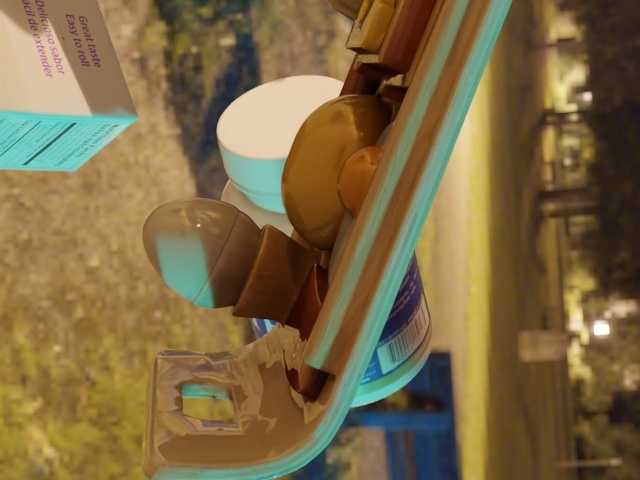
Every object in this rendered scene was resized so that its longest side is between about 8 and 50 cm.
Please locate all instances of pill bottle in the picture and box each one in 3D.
[{"bbox_3d":[0.000,0.000,0.941,0.112,0.112,0.186,-82,162,-51],"label":"pill bottle"}]

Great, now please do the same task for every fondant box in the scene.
[{"bbox_3d":[-0.316,-0.177,1.137,0.330,0.096,0.238,0,64,-49],"label":"fondant box"}]

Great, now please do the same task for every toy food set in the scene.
[{"bbox_3d":[-0.004,-0.062,0.661,0.220,0.092,0.306,-127,-122,-82],"label":"toy food set"}]
